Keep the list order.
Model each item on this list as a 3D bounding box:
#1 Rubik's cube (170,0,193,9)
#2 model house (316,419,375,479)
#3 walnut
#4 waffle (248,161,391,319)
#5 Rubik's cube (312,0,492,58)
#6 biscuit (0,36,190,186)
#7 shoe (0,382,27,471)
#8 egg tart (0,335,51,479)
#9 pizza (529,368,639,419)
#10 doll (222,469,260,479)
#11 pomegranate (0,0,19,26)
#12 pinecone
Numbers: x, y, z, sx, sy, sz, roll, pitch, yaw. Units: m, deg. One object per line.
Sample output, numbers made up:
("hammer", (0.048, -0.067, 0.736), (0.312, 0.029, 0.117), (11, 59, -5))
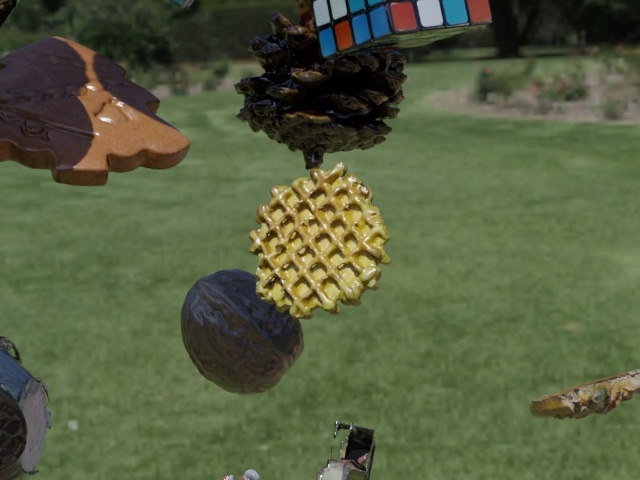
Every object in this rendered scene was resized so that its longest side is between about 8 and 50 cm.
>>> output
("Rubik's cube", (-0.248, -0.573, 2.223), (0.225, 0.231, 0.221), (31, 35, -6))
("model house", (0.026, 0.241, 1.372), (0.057, 0.083, 0.058), (10, -32, 2))
("walnut", (-0.129, 0.142, 2.041), (0.178, 0.230, 0.178), (-25, 33, 17))
("waffle", (-0.003, 0.004, 1.459), (0.191, 0.191, 0.038), (2, -20, 30))
("Rubik's cube", (0.089, -0.309, 1.551), (0.155, 0.151, 0.154), (-13, 2, -32))
("biscuit", (-0.318, -0.175, 1.626), (0.284, 0.043, 0.306), (0, 40, -20))
("shoe", (-0.327, 0.128, 1.145), (0.071, 0.179, 0.049), (-40, 25, 3))
("egg tart", (-0.416, 0.242, 1.695), (0.094, 0.234, 0.234), (2, 9, 8))
("pizza", (0.414, 0.234, 1.944), (0.195, 0.052, 0.185), (-16, -5, -10))
("doll", (-0.150, 0.395, 1.828), (0.094, 0.180, 0.079), (45, -3, 22))
("pomegranate", (-0.439, -0.323, 1.334), (0.285, 0.285, 0.341), (-4, 2, -5))
("pinecone", (0.005, -0.226, 1.805), (0.243, 0.257, 0.243), (10, -33, 7))
